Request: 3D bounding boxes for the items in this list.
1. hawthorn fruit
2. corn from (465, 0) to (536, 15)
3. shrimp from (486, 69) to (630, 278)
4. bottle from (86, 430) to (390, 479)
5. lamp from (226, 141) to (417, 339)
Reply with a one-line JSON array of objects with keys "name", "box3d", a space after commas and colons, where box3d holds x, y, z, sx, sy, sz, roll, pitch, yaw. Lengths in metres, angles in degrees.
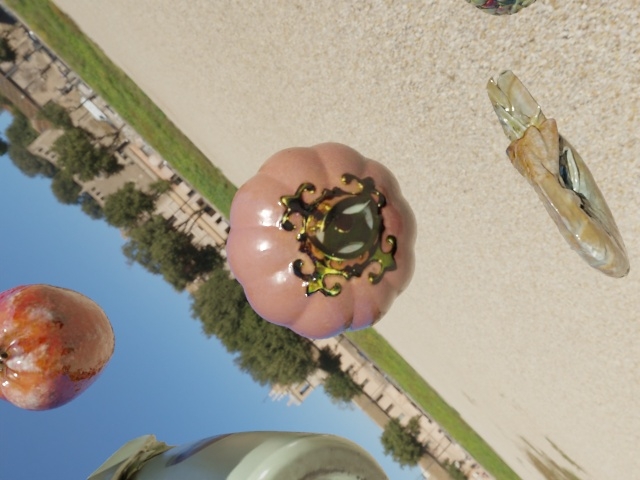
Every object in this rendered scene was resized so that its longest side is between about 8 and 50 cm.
[{"name": "hawthorn fruit", "box3d": [-0.583, 0.220, 1.048, 0.284, 0.284, 0.284, 45, 175, 5]}, {"name": "corn", "box3d": [0.083, -0.254, 0.369, 0.253, 0.086, 0.086, 15, -166, -35]}, {"name": "shrimp", "box3d": [0.307, -0.088, 0.665, 0.317, 0.077, 0.168, 57, -148, 7]}, {"name": "bottle", "box3d": [-0.117, 0.287, 0.472, 0.352, 0.229, 0.229, -17, 125, 43]}, {"name": "lamp", "box3d": [0.000, 0.000, 0.799, 0.305, 0.305, 0.239, 46, 166, -9]}]
